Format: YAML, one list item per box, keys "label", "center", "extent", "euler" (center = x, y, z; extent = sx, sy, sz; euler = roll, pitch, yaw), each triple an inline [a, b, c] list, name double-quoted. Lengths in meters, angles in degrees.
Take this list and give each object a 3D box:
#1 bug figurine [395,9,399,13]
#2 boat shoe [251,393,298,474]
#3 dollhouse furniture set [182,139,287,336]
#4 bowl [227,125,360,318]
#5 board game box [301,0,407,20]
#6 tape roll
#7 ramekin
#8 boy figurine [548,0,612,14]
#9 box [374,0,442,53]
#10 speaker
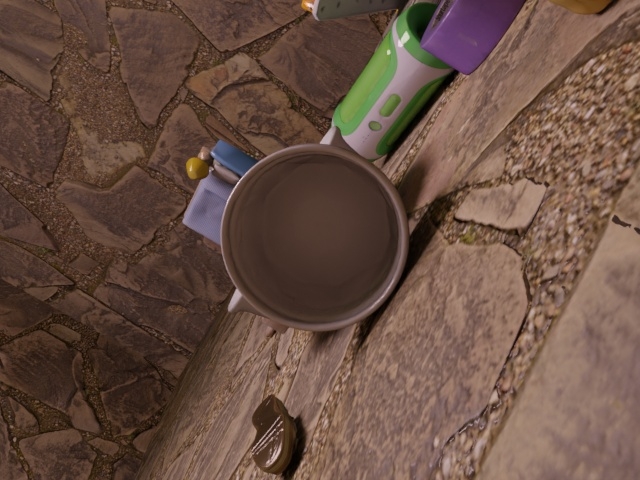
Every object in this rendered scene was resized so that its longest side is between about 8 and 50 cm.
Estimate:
- label: "bug figurine"
  center: [0.173, -0.414, 1.925]
  extent: [0.279, 0.072, 0.216]
  euler: [-75, 7, -49]
- label: "boat shoe"
  center: [-0.047, 0.228, 0.983]
  extent: [0.056, 0.048, 0.153]
  euler: [-47, 14, 1]
- label: "dollhouse furniture set"
  center: [-0.163, 0.022, 1.582]
  extent: [0.286, 0.303, 0.198]
  euler: [-54, 8, 39]
- label: "bowl"
  center: [0.000, 0.000, 1.189]
  extent: [0.298, 0.134, 0.298]
  euler: [-59, 7, 12]
- label: "board game box"
  center: [0.141, -0.600, 1.512]
  extent: [0.390, 0.050, 0.390]
  euler: [-24, -42, -45]
- label: "tape roll"
  center: [0.224, -0.335, 1.209]
  extent: [0.189, 0.080, 0.189]
  euler: [-59, 7, 12]
- label: "ramekin"
  center: [0.000, -0.010, 0.970]
  extent: [0.207, 0.207, 0.109]
  euler: [-58, -2, 14]
- label: "boy figurine"
  center: [0.255, -0.314, 0.837]
  extent: [0.177, 0.092, 0.285]
  euler: [-54, 9, 37]
- label: "box"
  center: [0.187, -0.380, 1.547]
  extent: [0.094, 0.113, 0.275]
  euler: [-61, 5, -4]
- label: "speaker"
  center: [0.122, -0.253, 1.419]
  extent: [0.296, 0.131, 0.131]
  euler: [-51, 11, 53]
